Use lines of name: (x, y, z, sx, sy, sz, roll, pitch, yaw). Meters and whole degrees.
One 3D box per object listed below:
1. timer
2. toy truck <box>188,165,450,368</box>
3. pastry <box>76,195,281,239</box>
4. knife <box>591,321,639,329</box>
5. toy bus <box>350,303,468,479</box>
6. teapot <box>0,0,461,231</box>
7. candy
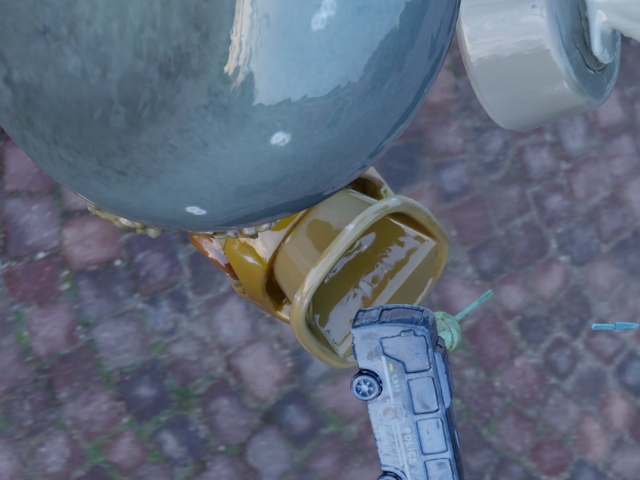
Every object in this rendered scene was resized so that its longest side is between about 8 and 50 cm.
timer: (0.254, -0.182, 1.113, 0.175, 0.266, 0.175, 16, 72, -58)
toy truck: (0.000, 0.000, 1.600, 0.212, 0.288, 0.204, 40, 89, 27)
pastry: (-0.134, -0.104, 1.297, 0.284, 0.315, 0.184, 27, 101, -2)
knife: (0.449, 0.130, 2.257, 0.091, 0.005, 0.014, 3, 119, -30)
toy bus: (0.063, 0.125, 1.014, 0.065, 0.047, 0.165, -9, 107, 13)
teapot: (-0.037, -0.101, 0.508, 0.129, 0.294, 0.193, -18, 97, -53)
candy: (0.187, 0.101, 1.977, 0.202, 0.061, 0.061, -31, 96, -56)
